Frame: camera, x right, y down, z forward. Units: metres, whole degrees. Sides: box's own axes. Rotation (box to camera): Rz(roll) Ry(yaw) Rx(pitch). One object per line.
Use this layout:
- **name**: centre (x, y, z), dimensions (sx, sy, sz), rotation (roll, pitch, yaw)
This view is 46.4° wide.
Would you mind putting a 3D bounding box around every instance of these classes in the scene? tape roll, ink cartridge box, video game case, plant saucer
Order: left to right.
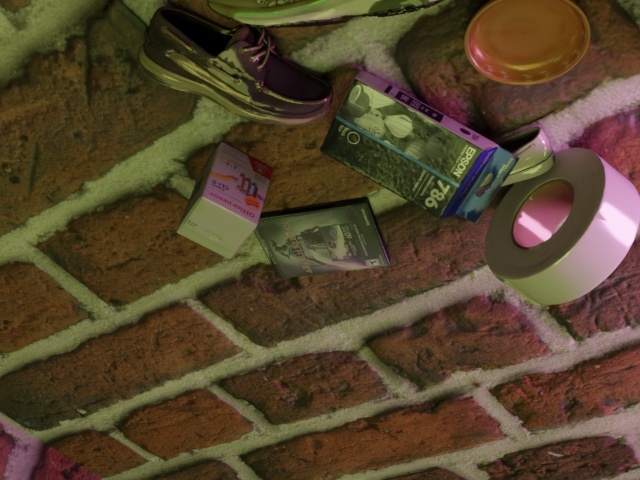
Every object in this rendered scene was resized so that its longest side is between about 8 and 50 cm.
- **ink cartridge box**: centre (-0.192, -0.080, 1.516), dimensions (0.128, 0.176, 0.127), rotation (27, 134, -17)
- **video game case**: centre (0.000, 0.000, 1.672), dimensions (0.274, 0.026, 0.196), rotation (-8, 133, 18)
- **ink cartridge box**: centre (0.178, -0.159, 1.368), dimensions (0.332, 0.065, 0.165), rotation (28, 122, 2)
- **plant saucer**: centre (0.338, -0.338, 1.229), dimensions (0.199, 0.037, 0.200), rotation (7, 149, 4)
- **tape roll**: centre (0.437, -0.026, 1.373), dimensions (0.100, 0.286, 0.286), rotation (32, 132, -21)

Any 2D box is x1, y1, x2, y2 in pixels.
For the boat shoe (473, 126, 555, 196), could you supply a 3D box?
- **boat shoe**: centre (0.304, -0.141, 1.420), dimensions (0.267, 0.096, 0.088), rotation (-16, 126, 24)

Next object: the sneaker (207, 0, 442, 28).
- **sneaker**: centre (0.011, -0.437, 1.179), dimensions (0.410, 0.158, 0.182), rotation (-3, 104, 16)

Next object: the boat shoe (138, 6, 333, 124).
- **boat shoe**: centre (-0.143, -0.308, 1.309), dimensions (0.355, 0.132, 0.130), rotation (15, 136, -6)
